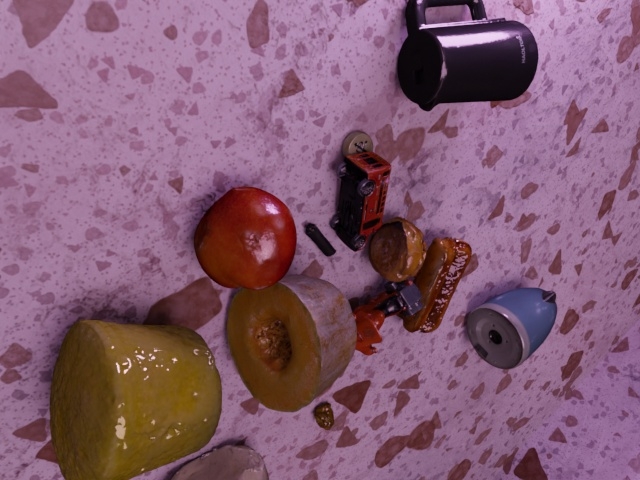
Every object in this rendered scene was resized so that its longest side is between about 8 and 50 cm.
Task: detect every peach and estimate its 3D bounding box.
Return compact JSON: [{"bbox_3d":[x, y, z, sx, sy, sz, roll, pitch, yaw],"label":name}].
[{"bbox_3d":[-0.170,-0.007,1.287,0.243,0.199,0.244,1,101,3],"label":"peach"}]

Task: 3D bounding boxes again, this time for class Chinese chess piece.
[{"bbox_3d":[0.096,-0.239,1.454,0.084,0.034,0.084,-17,123,-28],"label":"Chinese chess piece"}]

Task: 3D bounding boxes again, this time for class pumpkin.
[{"bbox_3d":[-0.062,0.248,1.440,0.199,0.332,0.332,-7,120,-51],"label":"pumpkin"}]

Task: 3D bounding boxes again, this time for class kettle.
[{"bbox_3d":[0.736,0.313,2.142,0.342,0.247,0.319,-24,159,-34],"label":"kettle"},{"bbox_3d":[0.366,-0.472,1.411,0.308,0.203,0.262,-12,124,-27],"label":"kettle"}]

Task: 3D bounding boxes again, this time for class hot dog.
[{"bbox_3d":[0.357,0.139,1.813,0.158,0.117,0.349,3,115,-34],"label":"hot dog"}]

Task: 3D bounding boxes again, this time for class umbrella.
[{"bbox_3d":[-0.001,0.001,1.524,0.036,0.031,0.133,-46,132,-8],"label":"umbrella"}]

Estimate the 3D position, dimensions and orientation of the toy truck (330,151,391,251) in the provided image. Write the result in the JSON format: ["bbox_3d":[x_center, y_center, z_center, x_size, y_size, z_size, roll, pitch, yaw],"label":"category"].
[{"bbox_3d":[0.108,-0.099,1.473,0.114,0.107,0.253,-21,135,-29],"label":"toy truck"}]

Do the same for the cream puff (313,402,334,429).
[{"bbox_3d":[0.012,0.577,1.855,0.058,0.083,0.083,-10,149,21],"label":"cream puff"}]

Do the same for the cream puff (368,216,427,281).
[{"bbox_3d":[0.223,0.024,1.614,0.129,0.189,0.189,5,112,-43],"label":"cream puff"}]

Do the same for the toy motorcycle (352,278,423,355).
[{"bbox_3d":[0.166,0.220,1.663,0.325,0.221,0.148,-34,95,-18],"label":"toy motorcycle"}]

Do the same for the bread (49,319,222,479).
[{"bbox_3d":[-0.403,0.335,1.224,0.307,0.348,0.348,-1,116,-42],"label":"bread"}]

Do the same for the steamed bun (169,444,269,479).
[{"bbox_3d":[-0.282,0.788,1.637,0.333,0.233,0.312,-27,127,-20],"label":"steamed bun"}]
